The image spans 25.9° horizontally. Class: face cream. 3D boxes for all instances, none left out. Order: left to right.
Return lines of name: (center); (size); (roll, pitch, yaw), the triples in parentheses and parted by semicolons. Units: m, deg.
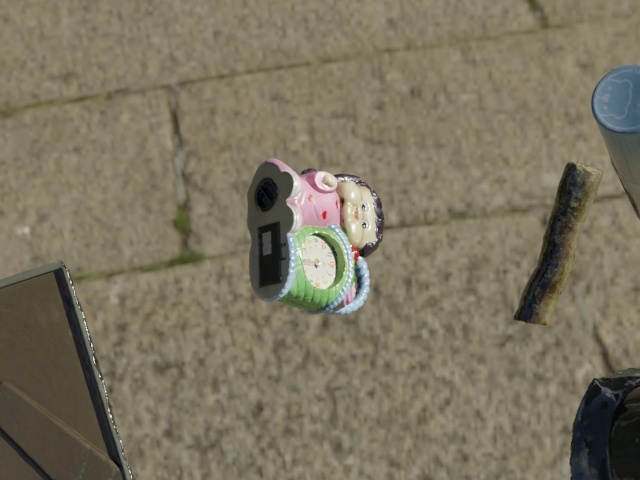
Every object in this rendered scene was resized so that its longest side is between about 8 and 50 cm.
face cream: (0.335, -0.090, 1.420); (0.077, 0.250, 0.077); (-8, 66, 19)

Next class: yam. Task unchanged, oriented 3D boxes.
yam: (0.350, 0.010, 2.038); (0.061, 0.253, 0.061); (17, 10, -3)

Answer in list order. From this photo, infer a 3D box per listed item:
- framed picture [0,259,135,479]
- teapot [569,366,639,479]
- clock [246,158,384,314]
framed picture: (-0.293, 0.171, 1.314); (0.192, 0.266, 0.018); (-18, -7, 0)
teapot: (0.354, 0.179, 1.099); (0.285, 0.305, 0.223); (-23, 52, 51)
clock: (0.000, 0.000, 1.796); (0.100, 0.194, 0.195); (-11, -13, 44)
